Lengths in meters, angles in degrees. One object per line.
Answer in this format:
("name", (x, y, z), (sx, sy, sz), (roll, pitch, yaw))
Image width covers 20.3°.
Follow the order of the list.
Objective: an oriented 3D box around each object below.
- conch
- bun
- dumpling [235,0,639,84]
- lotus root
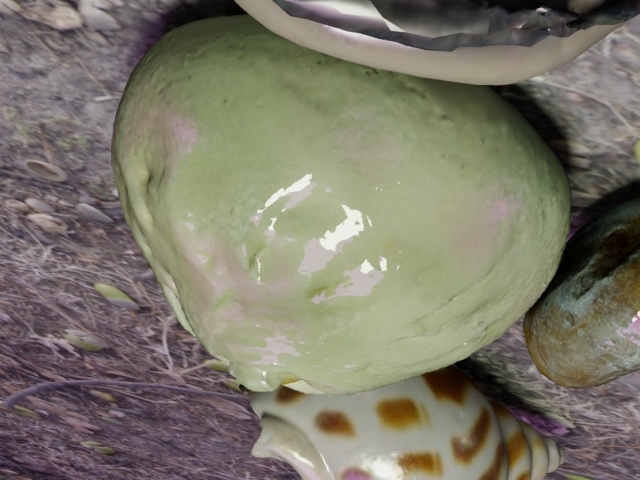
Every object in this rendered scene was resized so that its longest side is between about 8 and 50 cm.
("conch", (0.077, 0.164, 1.440), (0.149, 0.182, 0.275), (-35, 139, 26))
("bun", (0.000, 0.000, 1.032), (0.283, 0.179, 0.283), (16, 157, 7))
("dumpling", (0.042, -0.127, 0.703), (0.293, 0.163, 0.204), (10, 157, -13))
("lotus root", (0.186, 0.028, 1.045), (0.088, 0.113, 0.192), (40, 153, -2))
